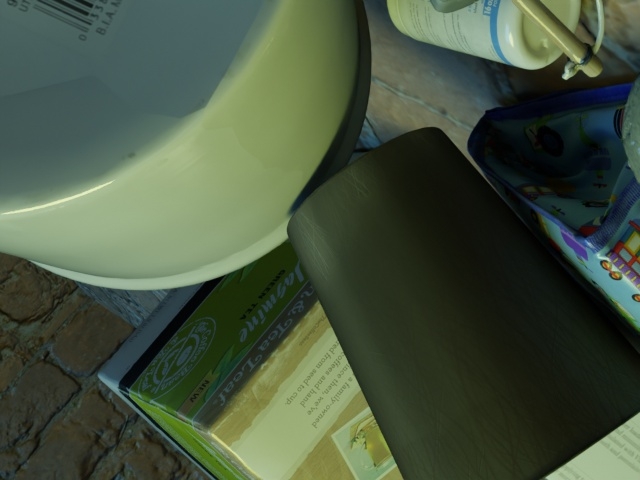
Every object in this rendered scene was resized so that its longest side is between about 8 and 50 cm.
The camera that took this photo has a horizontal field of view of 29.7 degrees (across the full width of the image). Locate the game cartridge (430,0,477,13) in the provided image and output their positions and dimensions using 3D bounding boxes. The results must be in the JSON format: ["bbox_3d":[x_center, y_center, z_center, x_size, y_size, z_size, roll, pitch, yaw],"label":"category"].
[{"bbox_3d":[0.032,-0.214,0.536,0.198,0.062,0.297,57,-176,1],"label":"game cartridge"}]

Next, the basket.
[{"bbox_3d":[0.089,0.052,0.795,0.227,0.204,0.154,56,139,13],"label":"basket"}]

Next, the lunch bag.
[{"bbox_3d":[0.222,0.005,0.842,0.221,0.138,0.293,42,173,-18],"label":"lunch bag"}]

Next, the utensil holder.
[{"bbox_3d":[-0.140,-0.142,0.703,0.328,0.327,0.385,38,179,7],"label":"utensil holder"}]

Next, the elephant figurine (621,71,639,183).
[{"bbox_3d":[0.264,-0.069,0.510,0.239,0.186,0.169,24,128,20],"label":"elephant figurine"}]

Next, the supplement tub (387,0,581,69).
[{"bbox_3d":[0.102,-0.151,0.757,0.107,0.071,0.071,23,157,43],"label":"supplement tub"}]

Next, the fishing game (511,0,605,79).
[{"bbox_3d":[0.144,-0.157,0.347,0.189,0.264,0.041,36,-152,-32],"label":"fishing game"}]

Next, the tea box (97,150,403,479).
[{"bbox_3d":[0.006,0.099,1.179,0.220,0.329,0.323,47,162,-22],"label":"tea box"}]

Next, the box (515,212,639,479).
[{"bbox_3d":[0.198,0.103,0.978,0.181,0.119,0.182,38,-164,-23],"label":"box"}]
